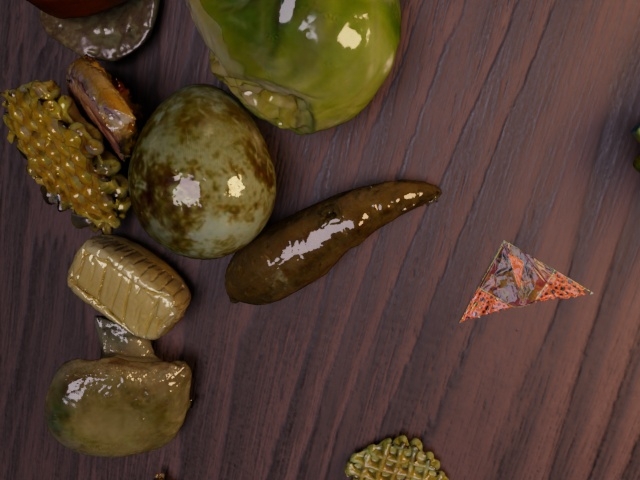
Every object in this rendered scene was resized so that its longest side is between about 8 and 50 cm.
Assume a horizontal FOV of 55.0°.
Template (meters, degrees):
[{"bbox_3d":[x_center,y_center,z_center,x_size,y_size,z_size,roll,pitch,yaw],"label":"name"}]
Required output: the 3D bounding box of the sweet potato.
[{"bbox_3d":[-0.001,-0.004,1.042,0.423,0.130,0.130,-30,93,15],"label":"sweet potato"}]

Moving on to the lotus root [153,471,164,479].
[{"bbox_3d":[-0.323,0.553,1.280,0.072,0.063,0.151,-15,99,-1],"label":"lotus root"}]

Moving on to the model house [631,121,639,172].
[{"bbox_3d":[0.591,-0.110,0.810,0.303,0.215,0.237,40,110,8],"label":"model house"}]

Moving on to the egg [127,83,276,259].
[{"bbox_3d":[-0.194,-0.112,1.012,0.238,0.238,0.289,-10,81,17],"label":"egg"}]

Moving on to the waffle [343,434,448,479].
[{"bbox_3d":[0.142,0.449,1.143,0.183,0.036,0.169,-30,95,21],"label":"waffle"}]

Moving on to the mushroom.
[{"bbox_3d":[-0.382,0.309,1.181,0.217,0.212,0.292,22,100,18],"label":"mushroom"}]

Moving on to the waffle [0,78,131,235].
[{"bbox_3d":[-0.454,-0.141,1.099,0.329,0.062,0.329,28,143,24],"label":"waffle"}]

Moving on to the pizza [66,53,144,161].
[{"bbox_3d":[-0.361,-0.235,1.042,0.086,0.305,0.161,-33,128,-17],"label":"pizza"}]

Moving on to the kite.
[{"bbox_3d":[0.323,0.058,1.025,0.222,0.008,0.125,-16,95,18],"label":"kite"}]

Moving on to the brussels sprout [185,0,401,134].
[{"bbox_3d":[-0.047,-0.322,0.905,0.344,0.268,0.344,4,107,13],"label":"brussels sprout"}]

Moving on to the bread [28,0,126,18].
[{"bbox_3d":[-0.408,-0.526,1.019,0.328,0.114,0.295,-4,87,13],"label":"bread"}]

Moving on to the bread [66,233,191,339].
[{"bbox_3d":[-0.358,0.085,1.165,0.236,0.106,0.140,33,109,6],"label":"bread"}]

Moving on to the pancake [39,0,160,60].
[{"bbox_3d":[-0.392,-0.428,1.094,0.236,0.042,0.222,-4,93,12],"label":"pancake"}]
